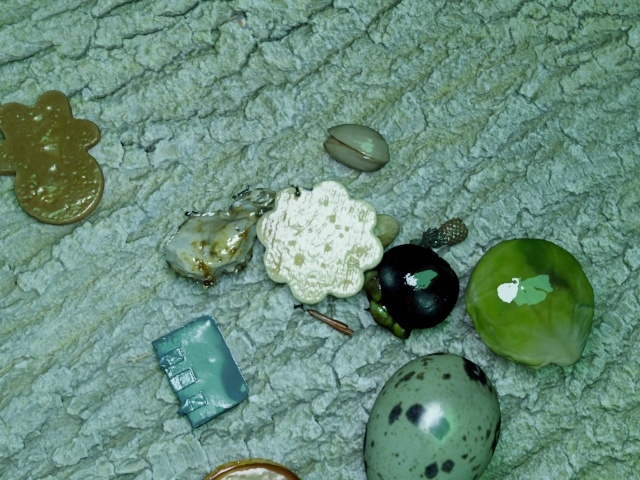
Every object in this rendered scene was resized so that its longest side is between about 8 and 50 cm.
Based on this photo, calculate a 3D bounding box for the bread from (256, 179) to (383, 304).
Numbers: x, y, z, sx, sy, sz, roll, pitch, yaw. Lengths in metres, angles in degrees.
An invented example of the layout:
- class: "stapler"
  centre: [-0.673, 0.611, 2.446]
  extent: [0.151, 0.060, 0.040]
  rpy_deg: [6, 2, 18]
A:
- class: "bread"
  centre: [0.000, 0.000, 1.537]
  extent: [0.315, 0.054, 0.316]
  rpy_deg: [0, 87, 0]

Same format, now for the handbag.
- class: "handbag"
  centre: [-0.288, 0.312, 1.505]
  extent: [0.179, 0.062, 0.229]
  rpy_deg: [-28, 81, -12]

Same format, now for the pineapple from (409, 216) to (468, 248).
- class: "pineapple"
  centre: [0.314, -0.006, 1.684]
  extent: [0.159, 0.074, 0.074]
  rpy_deg: [-20, 79, -11]

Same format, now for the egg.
- class: "egg"
  centre: [0.247, 0.437, 1.437]
  extent: [0.287, 0.287, 0.379]
  rpy_deg: [40, 80, 3]

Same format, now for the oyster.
- class: "oyster"
  centre: [-0.232, -0.025, 1.567]
  extent: [0.197, 0.133, 0.337]
  rpy_deg: [42, 70, 5]

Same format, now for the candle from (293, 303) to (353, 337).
- class: "candle"
  centre: [0.008, 0.198, 1.602]
  extent: [0.167, 0.021, 0.026]
  rpy_deg: [27, 93, -2]

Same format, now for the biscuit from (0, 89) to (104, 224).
- class: "biscuit"
  centre: [-0.677, -0.205, 1.586]
  extent: [0.275, 0.052, 0.355]
  rpy_deg: [-25, 81, -14]

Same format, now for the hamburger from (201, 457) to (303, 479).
- class: "hamburger"
  centre: [-0.144, 0.632, 1.339]
  extent: [0.329, 0.250, 0.330]
  rpy_deg: [3, 71, -8]

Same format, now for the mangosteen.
- class: "mangosteen"
  centre: [0.220, 0.123, 1.565]
  extent: [0.242, 0.243, 0.243]
  rpy_deg: [2, 74, -9]

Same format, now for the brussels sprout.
- class: "brussels sprout"
  centre: [0.523, 0.155, 1.585]
  extent: [0.343, 0.268, 0.344]
  rpy_deg: [-1, 97, -6]

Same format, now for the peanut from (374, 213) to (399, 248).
- class: "peanut"
  centre: [0.093, -0.021, 1.627]
  extent: [0.236, 0.110, 0.120]
  rpy_deg: [-7, 81, -10]

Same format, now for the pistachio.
- class: "pistachio"
  centre: [0.099, -0.249, 1.685]
  extent: [0.184, 0.124, 0.125]
  rpy_deg: [15, 73, 2]
